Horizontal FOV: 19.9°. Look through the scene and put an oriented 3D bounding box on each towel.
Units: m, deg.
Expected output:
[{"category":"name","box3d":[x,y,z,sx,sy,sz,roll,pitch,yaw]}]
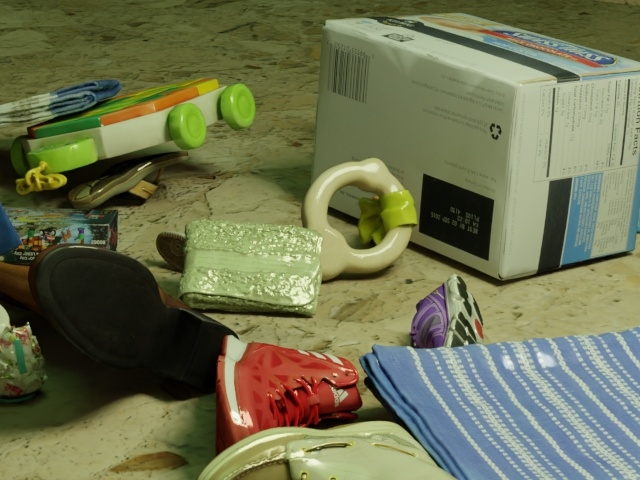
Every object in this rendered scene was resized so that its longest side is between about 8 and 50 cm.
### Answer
[{"category":"towel","box3d":[0.225,0.147,1.584,0.336,0.040,0.243,-4,28,-22]},{"category":"towel","box3d":[-0.071,0.026,1.885,0.148,0.027,0.110,4,55,-2]},{"category":"towel","box3d":[-0.399,-0.154,2.294,0.285,0.034,0.209,-15,6,3]}]

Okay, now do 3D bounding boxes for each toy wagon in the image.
[{"category":"toy wagon","box3d":[-0.253,-0.131,2.232,0.267,0.068,0.344,-8,11,30]}]

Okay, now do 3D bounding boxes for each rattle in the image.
[{"category":"rattle","box3d":[0.000,0.000,2.014,0.199,0.130,0.143,-39,16,-19]}]

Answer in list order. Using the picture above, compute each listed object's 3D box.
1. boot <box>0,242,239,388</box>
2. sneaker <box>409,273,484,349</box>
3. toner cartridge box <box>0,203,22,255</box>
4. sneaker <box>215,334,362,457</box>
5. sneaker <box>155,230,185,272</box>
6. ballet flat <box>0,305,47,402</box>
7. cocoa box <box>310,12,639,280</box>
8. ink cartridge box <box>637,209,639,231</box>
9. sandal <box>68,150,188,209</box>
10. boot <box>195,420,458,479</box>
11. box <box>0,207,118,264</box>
[{"category":"boot","box3d":[-0.244,0.037,1.671,0.280,0.096,0.264,19,-1,38]},{"category":"sneaker","box3d":[0.119,0.101,1.747,0.071,0.068,0.170,-30,21,16]},{"category":"toner cartridge box","box3d":[-0.447,0.031,1.599,0.348,0.075,0.165,-29,25,-11]},{"category":"sneaker","box3d":[-0.025,0.134,1.559,0.128,0.087,0.221,1,20,-2]},{"category":"sneaker","box3d":[-0.116,0.011,1.985,0.118,0.042,0.067,19,27,21]},{"category":"ballet flat","box3d":[-0.329,0.078,1.693,0.091,0.077,0.241,-16,26,-40]},{"category":"cocoa box","box3d":[0.185,-0.122,2.133,0.228,0.231,0.347,-10,23,-37]},{"category":"ink cartridge box","box3d":[0.471,-0.055,2.176,0.181,0.104,0.061,9,20,16]},{"category":"sandal","box3d":[-0.230,-0.066,2.196,0.072,0.049,0.180,-3,21,41]},{"category":"boot","box3d":[0.026,0.203,1.372,0.213,0.077,0.165,-7,22,-34]},{"category":"box","box3d":[-0.298,-0.006,1.923,0.159,0.044,0.233,2,4,-4]}]
